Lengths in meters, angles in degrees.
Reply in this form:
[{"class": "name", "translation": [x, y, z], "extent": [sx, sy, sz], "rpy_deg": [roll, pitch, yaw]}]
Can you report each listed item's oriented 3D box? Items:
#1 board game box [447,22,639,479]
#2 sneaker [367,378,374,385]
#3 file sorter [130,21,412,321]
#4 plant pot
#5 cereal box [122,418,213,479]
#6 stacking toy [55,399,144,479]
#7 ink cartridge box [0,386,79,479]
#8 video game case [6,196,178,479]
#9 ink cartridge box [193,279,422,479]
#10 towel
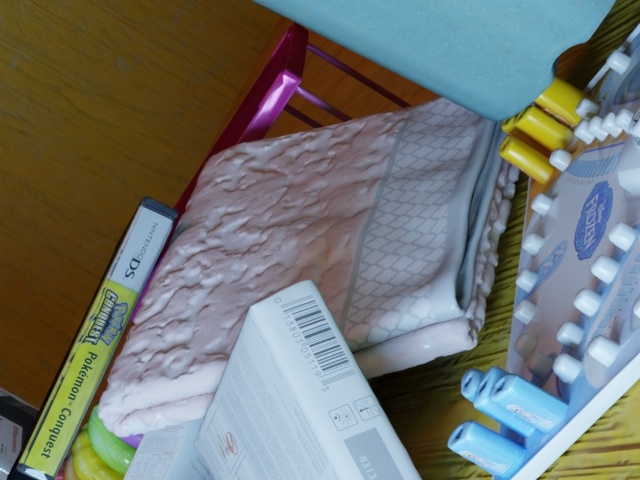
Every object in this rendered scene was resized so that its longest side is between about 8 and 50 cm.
[{"class": "board game box", "translation": [0.216, -0.091, 1.010], "extent": [0.390, 0.050, 0.390], "rpy_deg": [-53, 12, 35]}, {"class": "sneaker", "translation": [-0.012, 0.125, 1.367], "extent": [0.281, 0.106, 0.162], "rpy_deg": [-59, -5, -39]}, {"class": "file sorter", "translation": [-0.033, -0.029, 1.644], "extent": [0.290, 0.182, 0.202], "rpy_deg": [-55, 10, 18]}, {"class": "plant pot", "translation": [0.058, -0.275, 1.215], "extent": [0.341, 0.334, 0.341], "rpy_deg": [-56, 10, 15]}, {"class": "cereal box", "translation": [-0.099, 0.216, 1.377], "extent": [0.047, 0.173, 0.240], "rpy_deg": [3, 53, 28]}, {"class": "stacking toy", "translation": [-0.154, 0.178, 1.501], "extent": [0.165, 0.175, 0.302], "rpy_deg": [-76, 5, -56]}, {"class": "ink cartridge box", "translation": [-0.413, 0.322, 1.897], "extent": [0.285, 0.395, 0.166], "rpy_deg": [-56, 9, 20]}, {"class": "video game case", "translation": [-0.207, 0.102, 1.473], "extent": [0.248, 0.035, 0.275], "rpy_deg": [-67, 7, -14]}, {"class": "ink cartridge box", "translation": [-0.009, 0.158, 1.123], "extent": [0.056, 0.181, 0.224], "rpy_deg": [-20, -23, -23]}, {"class": "towel", "translation": [0.000, 0.000, 1.306], "extent": [0.317, 0.053, 0.332], "rpy_deg": [-16, 31, 26]}]
